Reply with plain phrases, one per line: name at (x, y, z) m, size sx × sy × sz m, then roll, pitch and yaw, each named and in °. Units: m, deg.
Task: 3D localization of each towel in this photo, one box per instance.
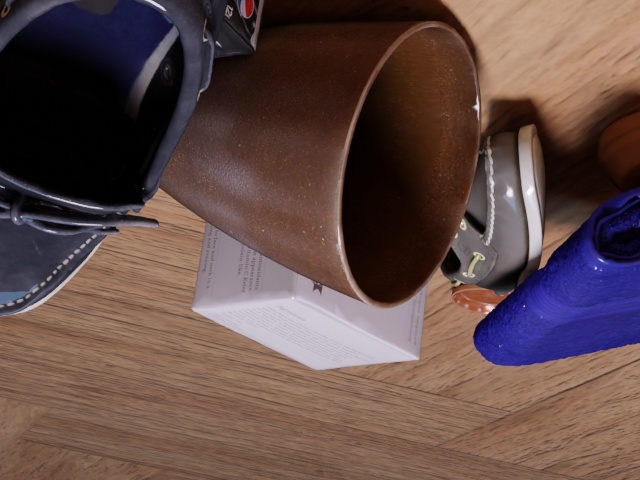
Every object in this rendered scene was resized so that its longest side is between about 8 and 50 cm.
towel at (0.268, 0.019, 1.559) m, size 0.228 × 0.076 × 0.308 m, roll -9°, pitch 163°, yaw -17°

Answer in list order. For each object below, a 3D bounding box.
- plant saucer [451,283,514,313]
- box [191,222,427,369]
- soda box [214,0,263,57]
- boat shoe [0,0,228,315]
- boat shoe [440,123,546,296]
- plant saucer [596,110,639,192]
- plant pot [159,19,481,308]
plant saucer at (0.179, 0.059, 1.970) m, size 0.084 × 0.013 × 0.083 m, roll 7°, pitch 160°, yaw 3°
box at (0.000, 0.000, 1.626) m, size 0.119 × 0.181 × 0.182 m, roll -7°, pitch 155°, yaw 38°
soda box at (-0.128, -0.167, 1.392) m, size 0.169 × 0.060 × 0.053 m, roll -3°, pitch 156°, yaw 28°
boat shoe at (-0.195, -0.077, 1.326) m, size 0.187 × 0.156 × 0.500 m, roll 18°, pitch 140°, yaw -18°
boat shoe at (0.147, -0.020, 1.623) m, size 0.091 × 0.109 × 0.305 m, roll 1°, pitch 164°, yaw 5°
plant saucer at (0.328, -0.057, 1.555) m, size 0.200 × 0.037 × 0.200 m, roll 7°, pitch 160°, yaw 3°
plant pot at (-0.028, -0.079, 1.431) m, size 0.230 × 0.215 × 0.215 m, roll 14°, pitch 165°, yaw 28°
